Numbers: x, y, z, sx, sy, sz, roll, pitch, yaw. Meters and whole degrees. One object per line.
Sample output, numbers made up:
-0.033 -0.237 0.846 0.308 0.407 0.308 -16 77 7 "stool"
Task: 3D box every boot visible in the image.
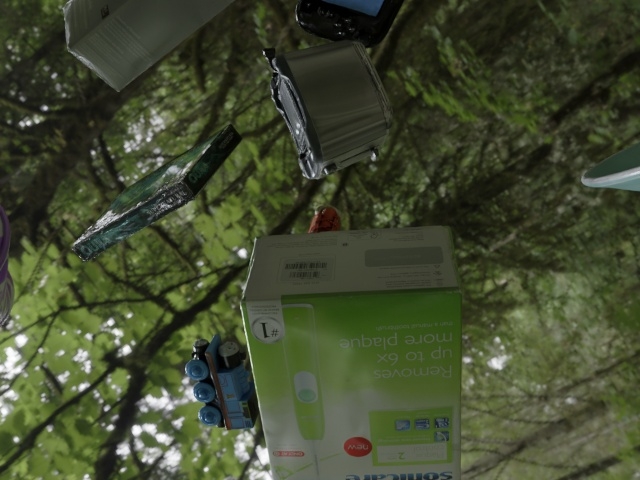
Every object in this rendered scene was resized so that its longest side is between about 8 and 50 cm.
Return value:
0.000 0.000 1.026 0.059 0.085 0.158 14 -163 -2 "boot"

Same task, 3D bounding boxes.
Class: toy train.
-0.173 0.256 1.348 0.080 0.105 0.184 -74 -25 -67 "toy train"

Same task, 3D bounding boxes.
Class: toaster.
0.014 -0.215 1.168 0.129 0.146 0.227 110 140 -69 "toaster"

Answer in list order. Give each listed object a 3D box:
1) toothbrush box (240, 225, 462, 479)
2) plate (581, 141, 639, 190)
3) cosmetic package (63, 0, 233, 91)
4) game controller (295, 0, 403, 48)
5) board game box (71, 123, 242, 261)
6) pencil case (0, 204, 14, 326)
0.042 0.137 0.795 0.122 0.206 0.283 -85 -9 -57 "toothbrush box"
0.186 -0.050 0.260 0.024 0.188 0.188 67 -160 0 "plate"
-0.226 -0.330 1.020 0.107 0.238 0.127 39 -160 -43 "cosmetic package"
0.077 -0.450 1.198 0.166 0.319 0.067 5 -131 -22 "game controller"
-0.179 -0.052 0.822 0.026 0.186 0.126 52 -145 -19 "board game box"
-0.262 0.021 0.543 0.086 0.206 0.088 38 -114 -10 "pencil case"
